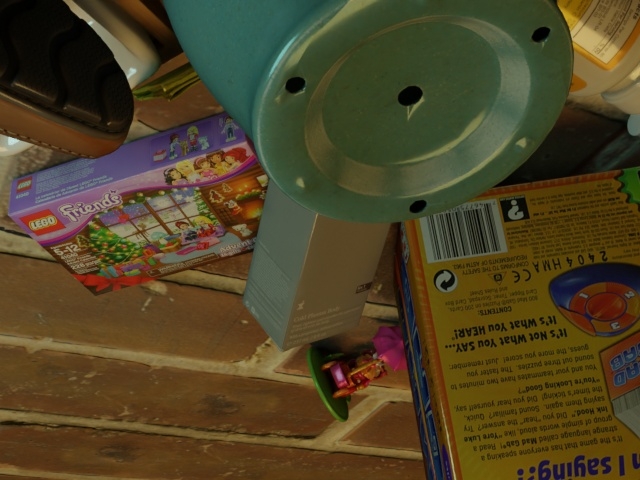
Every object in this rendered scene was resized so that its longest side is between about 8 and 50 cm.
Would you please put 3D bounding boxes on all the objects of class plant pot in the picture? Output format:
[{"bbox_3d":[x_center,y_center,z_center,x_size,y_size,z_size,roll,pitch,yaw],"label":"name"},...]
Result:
[{"bbox_3d":[0.028,-0.159,0.576,0.272,0.255,0.271,-10,140,-8],"label":"plant pot"}]

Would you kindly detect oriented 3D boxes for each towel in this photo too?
[{"bbox_3d":[-0.050,-0.180,0.808,0.237,0.102,0.021,-32,105,-19],"label":"towel"}]

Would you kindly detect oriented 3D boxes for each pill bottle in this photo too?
[{"bbox_3d":[0.411,-0.135,1.089,0.083,0.043,0.043,5,143,-20],"label":"pill bottle"},{"bbox_3d":[0.211,-0.195,0.775,0.208,0.117,0.117,28,134,-18],"label":"pill bottle"}]

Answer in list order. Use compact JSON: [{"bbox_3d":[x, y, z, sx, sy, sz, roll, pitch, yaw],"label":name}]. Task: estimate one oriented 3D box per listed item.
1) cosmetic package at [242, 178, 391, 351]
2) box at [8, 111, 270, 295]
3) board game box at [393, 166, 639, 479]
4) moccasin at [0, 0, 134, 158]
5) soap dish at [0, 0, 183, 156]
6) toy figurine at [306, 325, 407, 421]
[{"bbox_3d":[0.000,0.000,1.066,0.127,0.107,0.238,-14,137,-33],"label":"cosmetic package"},{"bbox_3d":[-0.189,-0.036,1.094,0.293,0.057,0.201,-16,144,11],"label":"box"},{"bbox_3d":[0.296,0.150,1.135,0.357,0.356,0.356,-8,160,0],"label":"board game box"},{"bbox_3d":[-0.319,-0.140,0.641,0.380,0.139,0.147,14,140,-27],"label":"moccasin"},{"bbox_3d":[-0.292,-0.214,0.766,0.229,0.118,0.291,-24,143,22],"label":"soap dish"},{"bbox_3d":[0.084,0.199,1.460,0.159,0.130,0.173,-27,164,10],"label":"toy figurine"}]
